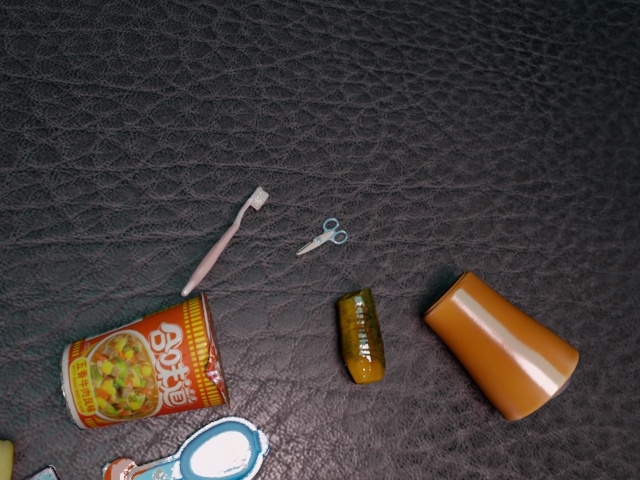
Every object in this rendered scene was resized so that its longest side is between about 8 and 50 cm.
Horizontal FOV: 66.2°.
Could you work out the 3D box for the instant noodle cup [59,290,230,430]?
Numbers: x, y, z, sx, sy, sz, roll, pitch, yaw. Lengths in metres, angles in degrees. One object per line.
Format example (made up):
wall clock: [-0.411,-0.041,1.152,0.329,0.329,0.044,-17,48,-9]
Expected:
instant noodle cup: [-0.259,0.192,0.740,0.212,0.193,0.193,-13,74,-13]

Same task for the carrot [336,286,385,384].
carrot: [0.071,0.171,0.891,0.082,0.082,0.173,-5,71,-18]

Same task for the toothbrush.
toothbrush: [-0.159,-0.006,0.863,0.029,0.025,0.307,37,42,-9]

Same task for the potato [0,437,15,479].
potato: [-0.501,0.340,0.666,0.120,0.081,0.149,-4,59,25]

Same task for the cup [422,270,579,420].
cup: [0.338,0.184,0.935,0.264,0.182,0.226,45,31,10]

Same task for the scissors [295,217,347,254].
scissors: [0.000,0.000,0.970,0.119,0.014,0.058,-33,81,-28]

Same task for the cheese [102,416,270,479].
cheese: [-0.203,0.351,0.767,0.256,0.037,0.106,-12,73,-19]

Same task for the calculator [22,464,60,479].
calculator: [-0.390,0.469,0.675,0.161,0.021,0.262,-28,80,-24]
